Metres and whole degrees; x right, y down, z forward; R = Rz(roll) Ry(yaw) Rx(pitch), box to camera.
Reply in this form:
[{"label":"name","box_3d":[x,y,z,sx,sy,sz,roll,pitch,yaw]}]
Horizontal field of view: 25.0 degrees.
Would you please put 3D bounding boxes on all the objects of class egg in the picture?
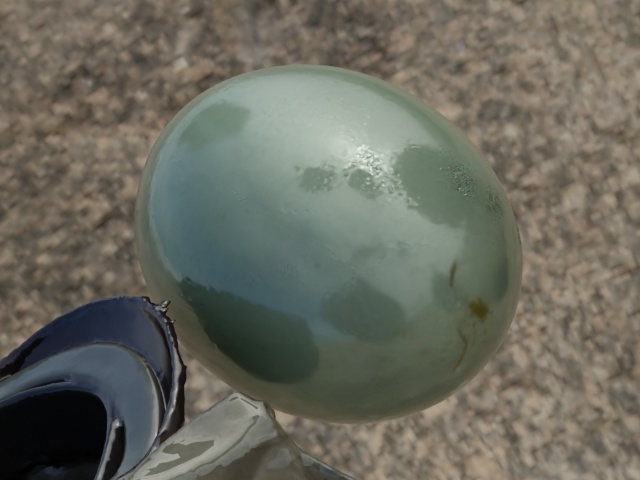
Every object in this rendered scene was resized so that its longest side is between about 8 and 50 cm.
[{"label":"egg","box_3d":[0.000,0.000,0.856,0.203,0.203,0.283,-45,36,-16]}]

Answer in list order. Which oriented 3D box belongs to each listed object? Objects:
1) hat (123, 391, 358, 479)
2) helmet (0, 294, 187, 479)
[{"label":"hat","box_3d":[-0.021,0.171,0.524,0.245,0.214,0.149,42,59,6]},{"label":"helmet","box_3d":[-0.152,0.190,0.771,0.305,0.177,0.225,-42,28,-18]}]
